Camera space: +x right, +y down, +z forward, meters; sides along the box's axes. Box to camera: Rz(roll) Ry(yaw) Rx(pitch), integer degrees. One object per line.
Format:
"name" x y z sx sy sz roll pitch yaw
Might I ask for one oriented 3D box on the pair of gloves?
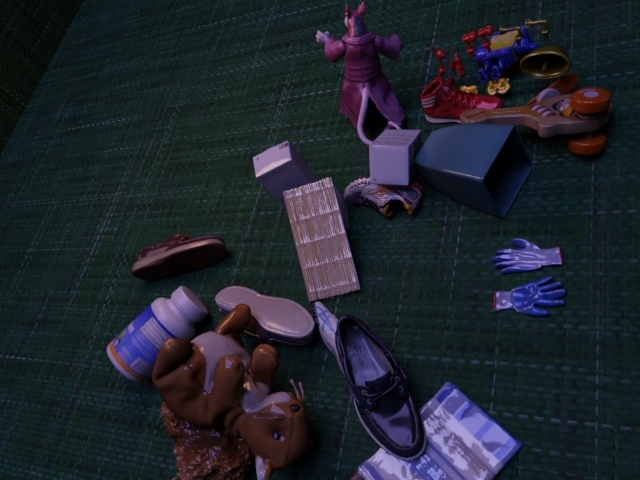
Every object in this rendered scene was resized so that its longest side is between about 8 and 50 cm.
"pair of gloves" 0.470 0.080 1.347 0.160 0.023 0.198 -7 59 26

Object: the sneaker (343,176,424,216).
"sneaker" 0.161 -0.115 1.602 0.226 0.088 0.092 2 64 31

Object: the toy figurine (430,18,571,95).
"toy figurine" 0.509 -0.538 1.598 0.363 0.191 0.217 0 45 48

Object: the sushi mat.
"sushi mat" 0.000 0.000 1.576 0.152 0.019 0.316 -17 82 19

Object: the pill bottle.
"pill bottle" -0.455 0.259 1.681 0.272 0.152 0.152 -44 50 -1

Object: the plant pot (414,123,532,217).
"plant pot" 0.370 -0.192 1.487 0.234 0.165 0.165 22 74 43

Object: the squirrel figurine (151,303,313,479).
"squirrel figurine" -0.199 0.417 1.398 0.371 0.281 0.396 36 114 20

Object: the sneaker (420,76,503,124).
"sneaker" 0.376 -0.383 1.617 0.221 0.128 0.086 -3 61 29

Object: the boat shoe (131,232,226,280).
"boat shoe" -0.440 0.027 1.842 0.342 0.123 0.123 -18 55 27

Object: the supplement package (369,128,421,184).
"supplement package" 0.201 -0.224 1.571 0.105 0.105 0.179 6 26 19

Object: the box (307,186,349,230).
"box" 0.021 -0.080 1.652 0.087 0.101 0.101 -17 56 20

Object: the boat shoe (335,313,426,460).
"boat shoe" 0.120 0.299 1.271 0.127 0.113 0.339 -20 55 -2

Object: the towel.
"towel" 0.240 0.447 1.218 0.285 0.034 0.209 -41 50 -10

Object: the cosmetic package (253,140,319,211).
"cosmetic package" -0.082 -0.165 1.678 0.118 0.231 0.085 -24 52 16

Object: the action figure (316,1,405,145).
"action figure" 0.106 -0.476 1.669 0.248 0.370 0.275 -4 42 15

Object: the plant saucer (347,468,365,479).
"plant saucer" 0.122 0.561 1.240 0.199 0.036 0.198 -15 55 22

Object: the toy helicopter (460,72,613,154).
"toy helicopter" 0.532 -0.323 1.480 0.356 0.140 0.234 -1 38 17

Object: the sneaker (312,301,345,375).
"sneaker" 0.047 0.237 1.464 0.086 0.085 0.237 -22 45 -16

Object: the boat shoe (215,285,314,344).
"boat shoe" -0.144 0.213 1.569 0.325 0.096 0.117 15 39 34
